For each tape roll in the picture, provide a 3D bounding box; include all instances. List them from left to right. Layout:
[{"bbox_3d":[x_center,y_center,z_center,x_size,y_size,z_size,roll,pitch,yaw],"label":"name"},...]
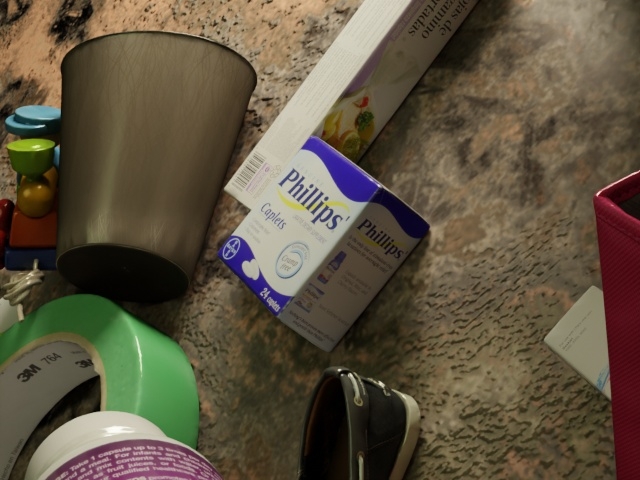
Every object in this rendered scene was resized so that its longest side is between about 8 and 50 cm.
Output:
[{"bbox_3d":[-0.251,0.206,1.200,0.321,0.077,0.321,-28,44,31],"label":"tape roll"}]

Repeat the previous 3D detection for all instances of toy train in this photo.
[{"bbox_3d":[-0.285,-0.036,1.311,0.248,0.105,0.143,-106,17,-66],"label":"toy train"}]

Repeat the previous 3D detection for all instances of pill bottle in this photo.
[{"bbox_3d":[-0.122,0.237,0.907,0.169,0.169,0.301,-51,27,3],"label":"pill bottle"}]

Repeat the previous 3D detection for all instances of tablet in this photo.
[{"bbox_3d":[-0.363,0.088,1.468,0.083,0.006,0.054,-33,42,26],"label":"tablet"}]

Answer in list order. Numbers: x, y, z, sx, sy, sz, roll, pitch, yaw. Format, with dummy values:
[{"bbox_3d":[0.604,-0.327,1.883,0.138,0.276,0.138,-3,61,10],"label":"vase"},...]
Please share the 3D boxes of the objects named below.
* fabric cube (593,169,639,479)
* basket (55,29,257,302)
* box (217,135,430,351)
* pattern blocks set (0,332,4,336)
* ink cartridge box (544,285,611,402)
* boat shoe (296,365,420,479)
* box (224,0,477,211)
[{"bbox_3d":[0.285,0.091,0.496,0.254,0.258,0.259,-22,32,-21],"label":"fabric cube"},{"bbox_3d":[-0.175,-0.067,1.274,0.205,0.154,0.226,-1,62,15],"label":"basket"},{"bbox_3d":[0.000,0.000,1.099,0.137,0.072,0.126,-51,38,2],"label":"box"},{"bbox_3d":[-0.435,0.185,1.444,0.285,0.026,0.324,-38,40,22],"label":"pattern blocks set"},{"bbox_3d":[0.206,0.090,0.796,0.052,0.088,0.122,-51,37,3],"label":"ink cartridge box"},{"bbox_3d":[-0.001,0.205,0.937,0.084,0.079,0.233,-1,64,45],"label":"boat shoe"},{"bbox_3d":[0.040,-0.148,1.180,0.324,0.063,0.067,-54,39,0],"label":"box"}]
